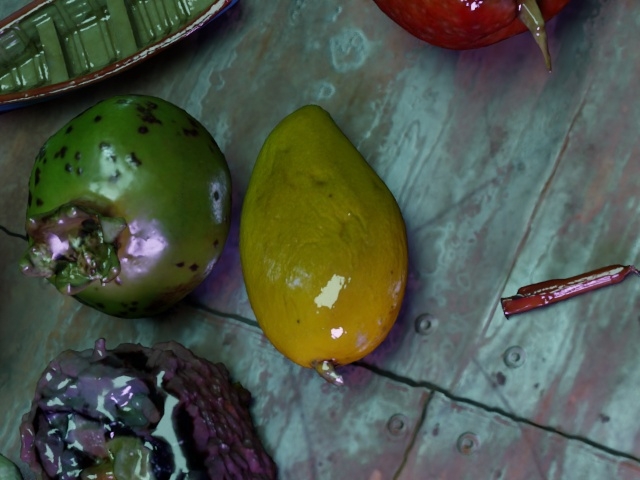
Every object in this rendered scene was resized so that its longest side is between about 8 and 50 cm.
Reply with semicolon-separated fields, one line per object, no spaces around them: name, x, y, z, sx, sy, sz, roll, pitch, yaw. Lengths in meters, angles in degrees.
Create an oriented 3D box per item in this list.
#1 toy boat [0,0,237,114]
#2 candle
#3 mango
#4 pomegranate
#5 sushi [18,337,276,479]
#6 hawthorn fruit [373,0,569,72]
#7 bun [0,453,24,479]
toy boat;-0.275;-0.222;2.011;0.392;0.079;0.136;-23;66;12
candle;0.256;0.040;1.726;0.167;0.021;0.026;-17;66;16
mango;0.000;0.000;1.792;0.176;0.119;0.317;-26;58;20
pomegranate;-0.198;-0.042;1.795;0.231;0.286;0.231;0;83;3
sushi;-0.178;0.235;1.743;0.236;0.171;0.270;-27;67;10
hawthorn fruit;0.152;-0.322;1.788;0.258;0.258;0.262;-44;33;2
bun;-0.374;0.294;1.796;0.195;0.118;0.195;-10;78;53
